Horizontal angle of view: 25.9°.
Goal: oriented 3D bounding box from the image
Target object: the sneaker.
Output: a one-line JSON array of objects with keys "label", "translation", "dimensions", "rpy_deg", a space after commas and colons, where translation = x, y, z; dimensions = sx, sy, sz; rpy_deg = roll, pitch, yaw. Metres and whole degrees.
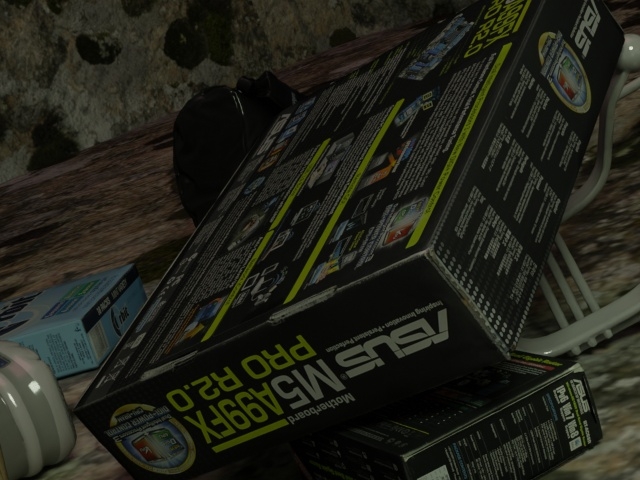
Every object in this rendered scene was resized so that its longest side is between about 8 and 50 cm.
[{"label": "sneaker", "translation": [-0.275, 0.106, 0.829], "dimensions": [0.281, 0.105, 0.115], "rpy_deg": [-7, 16, 44]}]

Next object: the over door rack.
[{"label": "over door rack", "translation": [0.219, -0.079, 0.751], "dimensions": [0.324, 0.108, 0.239], "rpy_deg": [-20, 29, 5]}]

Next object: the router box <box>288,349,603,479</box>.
[{"label": "router box", "translation": [0.049, 0.080, 0.609], "dimensions": [0.092, 0.038, 0.122], "rpy_deg": [-24, 13, -23]}]

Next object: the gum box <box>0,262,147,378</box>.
[{"label": "gum box", "translation": [-0.239, 0.079, 1.066], "dimensions": [0.184, 0.041, 0.157], "rpy_deg": [-16, 12, 10]}]

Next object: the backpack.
[{"label": "backpack", "translation": [-0.060, -0.072, 1.256], "dimensions": [0.115, 0.152, 0.182], "rpy_deg": [-4, 4, 21]}]

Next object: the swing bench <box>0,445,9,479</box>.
[{"label": "swing bench", "translation": [-0.220, 0.095, 0.410], "dimensions": [0.253, 0.254, 0.165], "rpy_deg": [-17, 11, 12]}]

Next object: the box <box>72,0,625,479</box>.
[{"label": "box", "translation": [0.022, -0.014, 0.677], "dimensions": [0.216, 0.060, 0.270], "rpy_deg": [-25, 22, 35]}]
